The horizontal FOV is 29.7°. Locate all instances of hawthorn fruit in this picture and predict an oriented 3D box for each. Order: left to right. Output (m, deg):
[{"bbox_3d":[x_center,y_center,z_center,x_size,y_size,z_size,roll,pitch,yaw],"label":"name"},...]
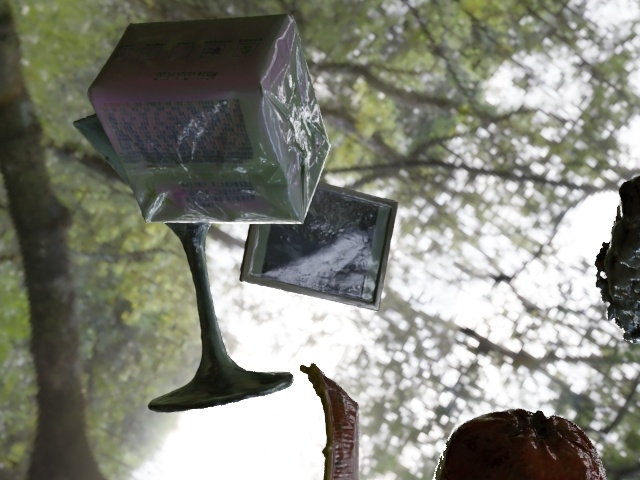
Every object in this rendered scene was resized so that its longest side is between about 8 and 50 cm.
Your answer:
[{"bbox_3d":[0.222,0.317,1.364,0.205,0.205,0.253,-126,-142,-66],"label":"hawthorn fruit"}]

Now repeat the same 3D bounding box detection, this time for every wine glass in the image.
[{"bbox_3d":[-0.169,0.012,1.613,0.267,0.267,0.406,-9,-90,62],"label":"wine glass"}]

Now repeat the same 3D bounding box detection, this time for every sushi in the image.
[{"bbox_3d":[0.643,0.047,1.943,0.417,0.417,0.176,-34,-169,45],"label":"sushi"}]

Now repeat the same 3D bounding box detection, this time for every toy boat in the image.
[{"bbox_3d":[0.016,0.349,1.951,0.141,0.099,0.318,70,17,-64],"label":"toy boat"}]

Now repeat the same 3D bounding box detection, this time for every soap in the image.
[{"bbox_3d":[-0.109,-0.124,1.245,0.199,0.182,0.138,1,-135,22],"label":"soap"}]

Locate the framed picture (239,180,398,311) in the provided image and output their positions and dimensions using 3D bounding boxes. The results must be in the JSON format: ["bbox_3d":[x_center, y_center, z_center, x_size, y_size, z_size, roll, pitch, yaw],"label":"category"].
[{"bbox_3d":[0.000,0.000,2.097,0.019,0.281,0.209,-1,-101,62],"label":"framed picture"}]
